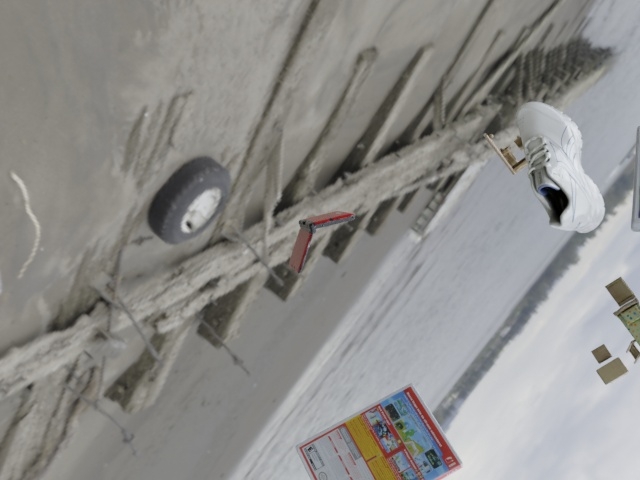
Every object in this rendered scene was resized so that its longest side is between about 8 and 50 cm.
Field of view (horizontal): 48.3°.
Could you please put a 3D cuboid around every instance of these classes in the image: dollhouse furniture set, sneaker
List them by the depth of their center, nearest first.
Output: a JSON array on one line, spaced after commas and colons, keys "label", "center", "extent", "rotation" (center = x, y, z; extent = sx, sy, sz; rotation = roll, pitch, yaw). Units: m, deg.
[{"label": "sneaker", "center": [0.473, -0.154, 1.451], "extent": [0.129, 0.297, 0.111], "rotation": [-7, 159, -40]}, {"label": "dollhouse furniture set", "center": [0.628, 0.191, 1.539], "extent": [0.161, 0.181, 0.101], "rotation": [-38, 150, 18]}, {"label": "dollhouse furniture set", "center": [0.513, -0.271, 1.829], "extent": [0.151, 0.123, 0.144], "rotation": [-38, -175, 15]}]

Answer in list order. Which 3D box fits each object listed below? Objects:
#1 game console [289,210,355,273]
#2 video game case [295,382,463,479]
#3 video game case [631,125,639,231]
[{"label": "game console", "center": [0.000, 0.000, 1.328], "extent": [0.124, 0.085, 0.144], "rotation": [-14, -173, -9]}, {"label": "video game case", "center": [0.117, 0.444, 1.468], "extent": [0.285, 0.204, 0.025], "rotation": [-27, 145, -8]}, {"label": "video game case", "center": [0.821, -0.131, 1.500], "extent": [0.036, 0.300, 0.329], "rotation": [72, 31, -43]}]
